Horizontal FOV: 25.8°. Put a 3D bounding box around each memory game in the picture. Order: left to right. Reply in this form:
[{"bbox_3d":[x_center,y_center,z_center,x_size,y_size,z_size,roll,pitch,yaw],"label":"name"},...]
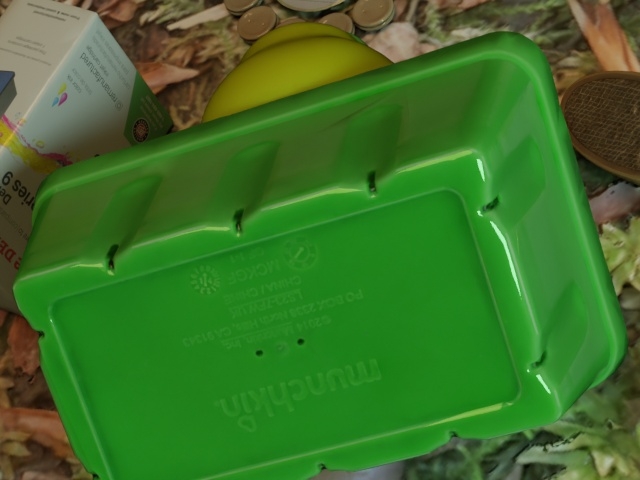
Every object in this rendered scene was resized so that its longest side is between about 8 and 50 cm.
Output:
[{"bbox_3d":[0.002,-0.233,1.209,0.186,0.012,0.186,-12,55,17],"label":"memory game"}]

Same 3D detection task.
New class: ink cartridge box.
[{"bbox_3d":[-0.230,-0.064,1.110,0.093,0.154,0.212,20,68,30],"label":"ink cartridge box"}]

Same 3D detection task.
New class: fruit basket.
[{"bbox_3d":[0.000,0.000,0.955,0.392,0.283,0.392,-18,11,4],"label":"fruit basket"}]

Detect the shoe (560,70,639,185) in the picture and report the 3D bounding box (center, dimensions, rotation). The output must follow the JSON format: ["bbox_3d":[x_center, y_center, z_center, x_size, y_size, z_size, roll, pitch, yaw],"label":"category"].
[{"bbox_3d":[0.263,-0.061,0.965,0.219,0.058,0.076,25,91,37],"label":"shoe"}]
